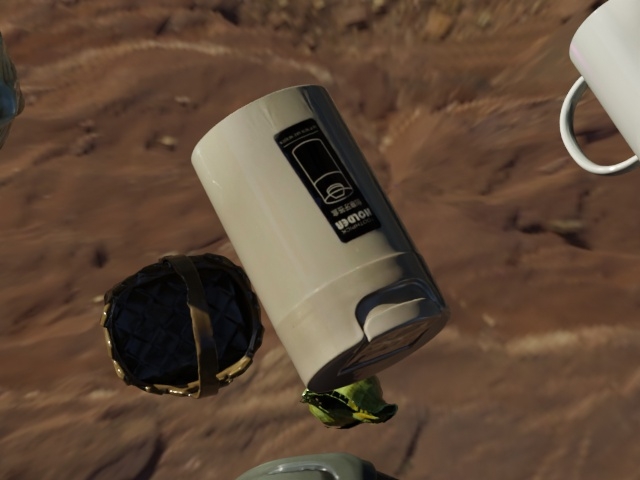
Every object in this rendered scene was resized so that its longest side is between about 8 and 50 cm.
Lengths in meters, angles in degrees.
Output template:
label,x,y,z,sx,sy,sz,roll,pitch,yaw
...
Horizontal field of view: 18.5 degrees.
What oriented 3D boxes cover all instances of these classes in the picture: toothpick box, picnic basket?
label,x,y,z,sx,sy,sz,roll,pitch,yaw
toothpick box,0.000,0.000,1.307,0.111,0.111,0.181,-29,74,3
picnic basket,-0.118,0.075,1.699,0.137,0.178,0.128,-15,96,-10

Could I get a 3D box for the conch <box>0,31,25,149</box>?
label,x,y,z,sx,sy,sz,roll,pitch,yaw
conch,-0.340,-0.107,1.666,0.203,0.386,0.170,-3,74,7

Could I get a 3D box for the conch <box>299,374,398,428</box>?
label,x,y,z,sx,sy,sz,roll,pitch,yaw
conch,0.024,0.156,1.936,0.089,0.121,0.074,-1,100,-35

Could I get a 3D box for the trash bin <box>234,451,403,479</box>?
label,x,y,z,sx,sy,sz,roll,pitch,yaw
trash bin,0.031,0.252,1.534,0.236,0.176,0.101,23,52,-30

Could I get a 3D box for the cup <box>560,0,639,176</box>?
label,x,y,z,sx,sy,sz,roll,pitch,yaw
cup,0.270,-0.118,1.620,0.099,0.136,0.133,-11,56,-32
